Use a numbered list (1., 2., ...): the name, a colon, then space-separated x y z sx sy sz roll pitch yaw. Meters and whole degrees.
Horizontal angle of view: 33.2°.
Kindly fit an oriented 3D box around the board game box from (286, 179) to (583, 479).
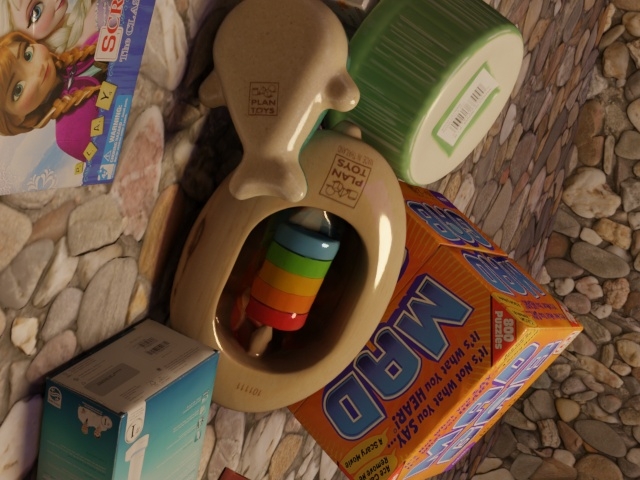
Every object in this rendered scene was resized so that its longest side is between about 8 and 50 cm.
1. board game box: 0.143 0.148 1.760 0.356 0.356 0.357 -50 158 15

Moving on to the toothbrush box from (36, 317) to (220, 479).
1. toothbrush box: -0.263 0.286 1.444 0.216 0.126 0.295 -32 139 -55

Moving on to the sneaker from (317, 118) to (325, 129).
1. sneaker: -0.020 -0.183 1.614 0.236 0.095 0.104 30 79 -74

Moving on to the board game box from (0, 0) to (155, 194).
1. board game box: -0.282 -0.200 1.024 0.318 0.066 0.318 -16 125 -62

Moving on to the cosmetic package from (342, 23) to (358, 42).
1. cosmetic package: 0.085 -0.310 1.676 0.107 0.127 0.238 -67 156 1

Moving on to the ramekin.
1. ramekin: 0.159 -0.226 1.564 0.303 0.148 0.303 -42 156 -24

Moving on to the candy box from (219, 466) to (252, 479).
1. candy box: -0.080 0.539 2.022 0.087 0.183 0.316 -61 157 -18

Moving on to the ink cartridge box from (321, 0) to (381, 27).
1. ink cartridge box: 0.042 -0.360 1.505 0.089 0.143 0.092 -65 157 -7

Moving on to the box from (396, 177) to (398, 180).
1. box: 0.104 -0.107 2.030 0.136 0.037 0.225 -46 149 -42

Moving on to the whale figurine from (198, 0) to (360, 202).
1. whale figurine: -0.048 -0.181 1.386 0.141 0.216 0.271 18 74 -73

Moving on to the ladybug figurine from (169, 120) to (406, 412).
1. ladybug figurine: -0.049 0.030 1.534 0.449 0.305 0.162 -62 -160 15
